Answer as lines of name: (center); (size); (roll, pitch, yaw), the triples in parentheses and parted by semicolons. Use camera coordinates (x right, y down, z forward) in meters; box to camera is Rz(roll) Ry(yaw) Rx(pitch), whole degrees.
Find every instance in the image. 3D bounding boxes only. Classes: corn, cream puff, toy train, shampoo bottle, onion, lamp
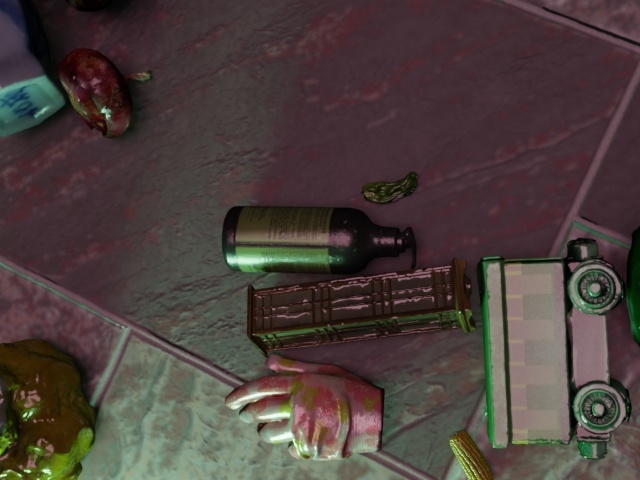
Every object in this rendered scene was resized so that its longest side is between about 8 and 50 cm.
corn: (0.219, 0.320, 1.282); (0.037, 0.037, 0.092); (-32, 79, 9)
cream puff: (-0.489, 0.291, 1.366); (0.282, 0.185, 0.282); (0, 88, 9)
toy train: (0.324, 0.149, 1.227); (0.202, 0.120, 0.301); (-3, 86, 16)
shampoo bottle: (0.000, 0.000, 1.314); (0.284, 0.101, 0.101); (1, 87, 13)
onion: (-0.331, -0.248, 1.401); (0.140, 0.150, 0.150); (-35, 79, -21)
lamp: (0.057, 0.100, 1.289); (0.325, 0.090, 0.089); (-8, 61, 13)

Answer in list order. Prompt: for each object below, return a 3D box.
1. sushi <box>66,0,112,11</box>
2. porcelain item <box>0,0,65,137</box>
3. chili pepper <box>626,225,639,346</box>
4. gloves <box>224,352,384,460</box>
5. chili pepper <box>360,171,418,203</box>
sushi: (-0.347, -0.479, 1.359); (0.212, 0.215, 0.227); (42, 95, 11)
porcelain item: (-0.558, -0.373, 1.385); (0.178, 0.242, 0.405); (-27, 81, -4)
chili pepper: (0.493, 0.099, 1.162); (0.165, 0.174, 0.261); (-9, 80, 15)
gloves: (-0.028, 0.247, 1.301); (0.241, 0.126, 0.145); (3, 90, 6)
chili pepper: (0.105, -0.077, 1.332); (0.091, 0.030, 0.034); (-13, 59, 9)
